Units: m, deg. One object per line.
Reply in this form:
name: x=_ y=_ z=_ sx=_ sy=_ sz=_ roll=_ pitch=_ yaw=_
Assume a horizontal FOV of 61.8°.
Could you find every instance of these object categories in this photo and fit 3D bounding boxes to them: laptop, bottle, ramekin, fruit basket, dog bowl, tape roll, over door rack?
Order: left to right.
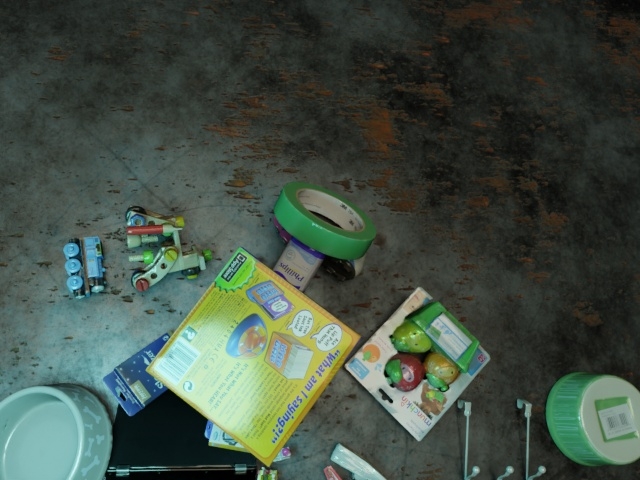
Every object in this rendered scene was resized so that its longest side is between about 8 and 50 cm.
dog bowl: x=-0.707 y=0.526 z=1.336 sx=0.349 sy=0.102 sz=0.348 roll=-4 pitch=67 yaw=9
laptop: x=-0.380 y=0.620 z=1.495 sx=0.382 sy=0.236 sz=0.408 roll=4 pitch=101 yaw=-11
bottle: x=-0.094 y=0.117 z=1.623 sx=0.118 sy=0.092 sz=0.283 roll=33 pitch=97 yaw=12
tape roll: x=0.016 y=-0.066 z=1.655 sx=0.321 sy=0.077 sz=0.321 roll=24 pitch=25 yaw=-12
fruit basket: x=0.309 y=0.375 z=1.651 sx=0.327 sy=0.165 sz=0.353 roll=46 pitch=73 yaw=3
over door rack: x=0.557 y=0.655 z=1.650 sx=0.240 sy=0.108 sz=0.324 roll=5 pitch=72 yaw=-12
ramekin: x=0.908 y=0.576 z=1.731 sx=0.303 sy=0.148 sz=0.303 roll=4 pitch=73 yaw=-12

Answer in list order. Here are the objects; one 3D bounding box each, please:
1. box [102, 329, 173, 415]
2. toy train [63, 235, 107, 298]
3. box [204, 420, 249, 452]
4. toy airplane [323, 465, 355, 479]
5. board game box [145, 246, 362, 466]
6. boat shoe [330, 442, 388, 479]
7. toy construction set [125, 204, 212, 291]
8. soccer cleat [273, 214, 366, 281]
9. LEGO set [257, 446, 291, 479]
box: x=-0.476 y=0.370 z=1.504 sx=0.225 sy=0.036 sz=0.136 roll=-36 pitch=84 yaw=-37
toy train: x=-0.686 y=0.076 z=1.560 sx=0.105 sy=0.080 sz=0.184 roll=-7 pitch=75 yaw=-21
box: x=-0.243 y=0.523 z=1.453 sx=0.136 sy=0.028 sz=0.081 roll=11 pitch=43 yaw=-2
toy airplane: x=0.035 y=0.730 z=1.537 sx=0.151 sy=0.028 sz=0.151 roll=0 pitch=83 yaw=-3
board game box: x=-0.148 y=0.280 z=1.376 sx=0.356 sy=0.356 sz=0.356 roll=36 pitch=83 yaw=6
boat shoe: x=0.113 y=0.672 z=1.569 sx=0.184 sy=0.066 sz=0.063 roll=35 pitch=83 yaw=-3
toy construction set: x=-0.429 y=0.007 z=1.535 sx=0.237 sy=0.309 sz=0.257 roll=-5 pitch=82 yaw=-19
soccer cleat: x=0.000 y=0.000 z=1.735 sx=0.331 sy=0.116 sz=0.143 roll=38 pitch=44 yaw=5
LEGO set: x=-0.106 y=0.708 z=1.439 sx=0.132 sy=0.107 sz=0.287 roll=-22 pitch=57 yaw=-5
